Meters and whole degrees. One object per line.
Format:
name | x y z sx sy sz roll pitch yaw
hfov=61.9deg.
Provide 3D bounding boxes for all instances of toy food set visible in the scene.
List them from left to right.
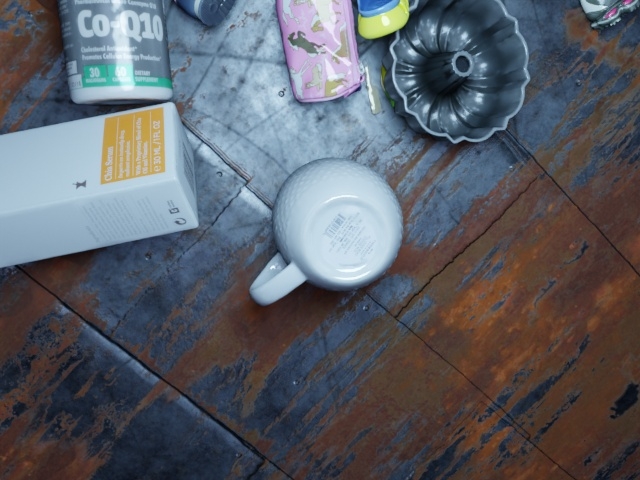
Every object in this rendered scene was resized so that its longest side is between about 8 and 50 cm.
toy food set | 0.201 -0.367 1.217 0.192 0.038 0.132 -15 101 -2

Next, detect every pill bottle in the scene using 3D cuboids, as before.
pill bottle | -0.414 -0.460 1.065 0.204 0.204 0.361 -4 101 -4

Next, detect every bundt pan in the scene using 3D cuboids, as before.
bundt pan | 0.279 -0.367 1.158 0.331 0.124 0.331 -1 92 -16

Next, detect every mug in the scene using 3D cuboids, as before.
mug | 0.000 0.000 1.121 0.374 0.328 0.276 -40 101 3

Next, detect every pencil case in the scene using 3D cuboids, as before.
pencil case | -0.008 -0.485 1.095 0.167 0.160 0.386 -13 109 -5

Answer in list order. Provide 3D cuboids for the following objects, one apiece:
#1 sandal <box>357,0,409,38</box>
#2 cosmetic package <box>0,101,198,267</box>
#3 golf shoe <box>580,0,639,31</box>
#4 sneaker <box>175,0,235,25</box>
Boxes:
sandal | 0.123 -0.542 1.055 0.126 0.317 0.138 -10 138 18
cosmetic package | -0.496 -0.113 1.093 0.453 0.230 0.161 -12 145 -3
golf shoe | 0.710 -0.593 1.188 0.273 0.105 0.120 -35 94 2
sneaker | -0.197 -0.609 1.112 0.131 0.112 0.319 33 85 21
